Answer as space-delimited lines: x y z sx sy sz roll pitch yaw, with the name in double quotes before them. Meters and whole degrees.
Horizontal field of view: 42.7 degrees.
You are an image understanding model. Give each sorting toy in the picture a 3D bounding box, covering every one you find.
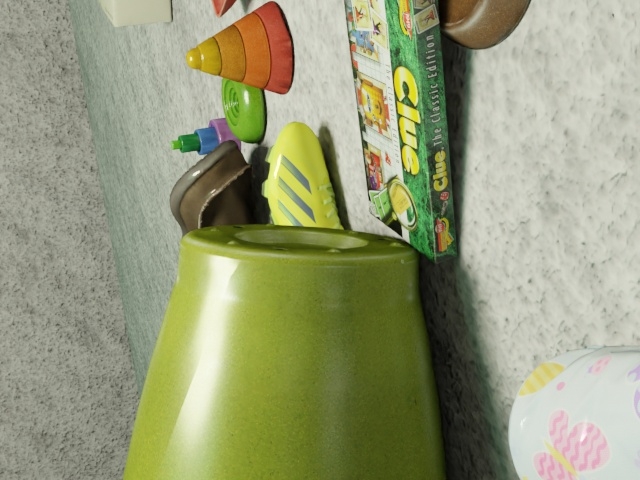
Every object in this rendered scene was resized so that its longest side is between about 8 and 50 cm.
"sorting toy" -0.150 -0.203 1.169 0.365 0.126 0.127 136 119 -64

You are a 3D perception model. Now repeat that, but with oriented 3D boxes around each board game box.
"board game box" 0.072 -0.119 0.755 0.136 0.030 0.259 39 144 55

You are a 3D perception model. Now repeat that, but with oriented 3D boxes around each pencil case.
"pencil case" 0.216 0.105 0.450 0.273 0.113 0.124 140 125 -66

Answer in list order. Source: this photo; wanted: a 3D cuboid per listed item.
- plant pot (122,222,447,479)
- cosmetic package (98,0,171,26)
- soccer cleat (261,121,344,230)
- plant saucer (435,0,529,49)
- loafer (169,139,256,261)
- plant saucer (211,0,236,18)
"plant pot" -0.032 0.168 0.835 0.366 0.366 0.353 -161 72 -65
"cosmetic package" -0.348 -0.564 1.478 0.160 0.113 0.309 -128 34 -48
"soccer cleat" 0.001 0.000 0.994 0.121 0.093 0.289 5 103 36
"plant saucer" 0.109 -0.234 0.644 0.168 0.029 0.168 167 90 -68
"loafer" -0.141 -0.022 1.279 0.130 0.134 0.366 41 157 13
"plant saucer" -0.123 -0.469 1.064 0.258 0.048 0.259 134 120 -64
